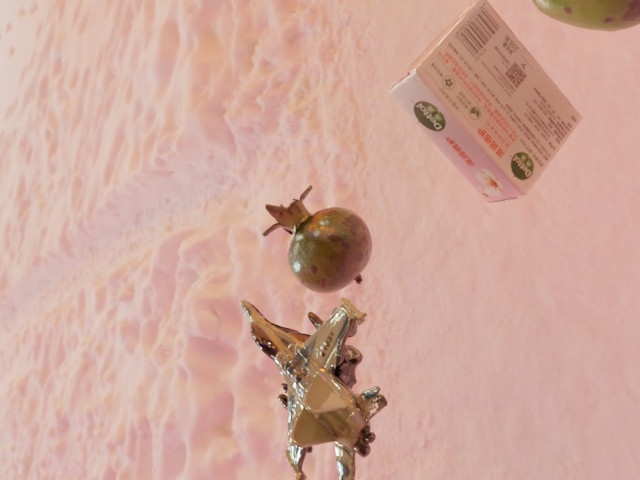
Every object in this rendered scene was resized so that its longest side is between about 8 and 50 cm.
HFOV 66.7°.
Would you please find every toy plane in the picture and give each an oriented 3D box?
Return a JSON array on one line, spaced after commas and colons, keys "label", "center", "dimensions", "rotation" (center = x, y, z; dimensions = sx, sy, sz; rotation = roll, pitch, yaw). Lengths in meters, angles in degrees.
[{"label": "toy plane", "center": [-0.020, 0.128, 0.517], "dimensions": [0.262, 0.088, 0.193], "rotation": [43, 118, 57]}]

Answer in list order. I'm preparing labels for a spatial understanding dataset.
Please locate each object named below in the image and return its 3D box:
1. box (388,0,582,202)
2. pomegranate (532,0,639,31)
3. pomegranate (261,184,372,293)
[{"label": "box", "center": [0.126, -0.103, 0.368], "dimensions": [0.089, 0.125, 0.043], "rotation": [-47, 11, -16]}, {"label": "pomegranate", "center": [0.280, -0.256, 0.421], "dimensions": [0.156, 0.219, 0.157], "rotation": [-173, 90, -67]}, {"label": "pomegranate", "center": [0.001, 0.005, 0.780], "dimensions": [0.169, 0.148, 0.149], "rotation": [39, 109, 29]}]
